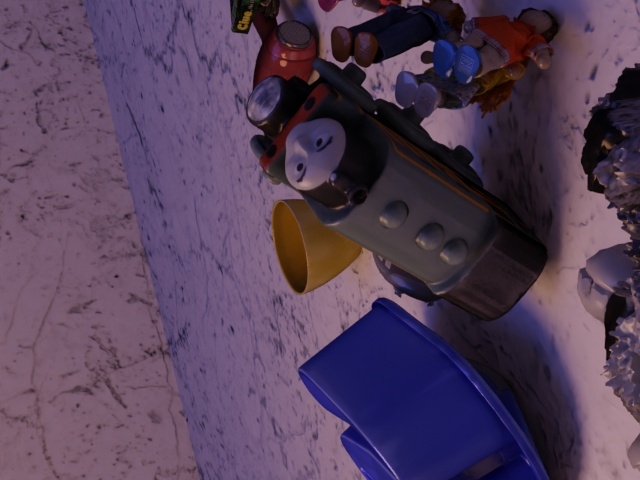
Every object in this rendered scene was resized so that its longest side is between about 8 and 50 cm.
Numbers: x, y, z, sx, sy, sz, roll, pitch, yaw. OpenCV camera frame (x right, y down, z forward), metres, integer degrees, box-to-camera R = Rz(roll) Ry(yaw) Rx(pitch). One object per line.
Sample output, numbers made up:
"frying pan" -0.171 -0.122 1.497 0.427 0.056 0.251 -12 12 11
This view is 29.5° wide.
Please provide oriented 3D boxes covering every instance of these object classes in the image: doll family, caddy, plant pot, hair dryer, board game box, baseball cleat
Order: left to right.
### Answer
"board game box" -0.105 -0.428 1.683 0.136 0.030 0.259 120 150 -52
"hair dryer" -0.060 -0.297 1.721 0.223 0.080 0.293 -134 46 -68
"plant pot" 0.000 0.000 1.682 0.134 0.095 0.134 167 90 -70
"baseball cleat" 0.092 -0.019 1.454 0.206 0.072 0.109 54 144 41
"doll family" 0.102 -0.189 1.140 0.263 0.163 0.118 35 132 29
"caddy" 0.127 0.200 1.353 0.241 0.179 0.341 59 170 -27

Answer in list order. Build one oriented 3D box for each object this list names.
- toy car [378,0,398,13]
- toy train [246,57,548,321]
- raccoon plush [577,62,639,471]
"toy car" 0.016 -0.385 1.449 0.225 0.053 0.239 -158 57 -67
"toy train" 0.075 -0.046 1.170 0.142 0.334 0.190 -50 40 11
"raccoon plush" 0.314 0.060 0.715 0.446 0.216 0.299 41 147 59
